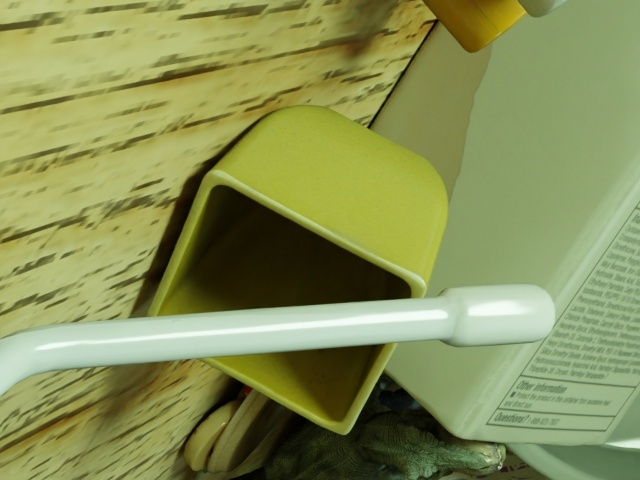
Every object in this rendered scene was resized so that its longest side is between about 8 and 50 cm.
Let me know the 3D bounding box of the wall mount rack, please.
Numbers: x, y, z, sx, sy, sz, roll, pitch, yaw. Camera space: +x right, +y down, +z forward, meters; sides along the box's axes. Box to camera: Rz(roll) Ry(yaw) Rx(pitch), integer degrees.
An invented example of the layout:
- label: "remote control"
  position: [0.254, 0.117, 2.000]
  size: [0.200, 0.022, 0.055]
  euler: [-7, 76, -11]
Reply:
- label: "wall mount rack"
  position: [-0.075, 0.137, 0.530]
  size: [0.304, 0.130, 0.350]
  euler: [-43, 155, -52]

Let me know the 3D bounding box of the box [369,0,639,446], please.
- label: "box"
  position: [0.136, -0.070, 0.838]
  size: [0.148, 0.121, 0.311]
  euler: [14, 113, -56]

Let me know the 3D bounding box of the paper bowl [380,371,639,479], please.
- label: "paper bowl"
  position: [0.111, 0.137, 1.190]
  size: [0.284, 0.148, 0.284]
  euler: [-8, 157, -4]

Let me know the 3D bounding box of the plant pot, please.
- label: "plant pot"
  position: [0.000, 0.000, 0.687]
  size: [0.083, 0.081, 0.081]
  euler: [-59, 176, -49]

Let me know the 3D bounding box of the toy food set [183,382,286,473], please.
- label: "toy food set"
  position: [-0.032, 0.078, 0.939]
  size: [0.083, 0.020, 0.082]
  euler: [-55, 170, 0]

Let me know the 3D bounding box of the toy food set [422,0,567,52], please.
- label: "toy food set"
  position: [0.103, -0.170, 0.646]
  size: [0.232, 0.104, 0.111]
  euler: [-39, -172, 16]

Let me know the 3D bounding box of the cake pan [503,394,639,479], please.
- label: "cake pan"
  position: [0.186, -0.008, 1.012]
  size: [0.293, 0.293, 0.054]
  euler: [-55, -164, 0]

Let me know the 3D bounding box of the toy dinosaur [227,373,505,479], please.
- label: "toy dinosaur"
  position: [0.012, 0.106, 0.942]
  size: [0.118, 0.064, 0.268]
  euler: [-23, 173, -40]
